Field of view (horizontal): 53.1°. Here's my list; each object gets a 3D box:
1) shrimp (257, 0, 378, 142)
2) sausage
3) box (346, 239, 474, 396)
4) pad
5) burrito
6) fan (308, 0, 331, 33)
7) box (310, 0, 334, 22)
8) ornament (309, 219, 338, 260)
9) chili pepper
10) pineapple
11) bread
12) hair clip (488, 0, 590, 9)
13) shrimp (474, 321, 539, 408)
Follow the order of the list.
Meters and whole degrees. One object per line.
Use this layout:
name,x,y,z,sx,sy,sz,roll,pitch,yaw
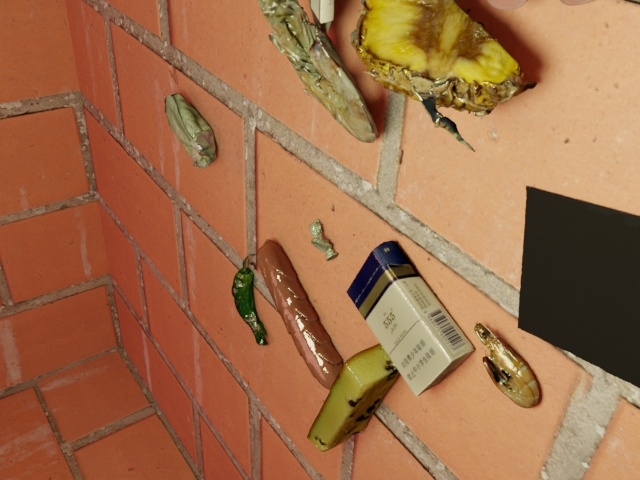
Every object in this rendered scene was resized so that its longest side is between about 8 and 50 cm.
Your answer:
shrimp,-0.001,-0.303,1.085,0.360,0.085,0.247,53,180,-34
sausage,-0.051,0.187,1.579,0.433,0.087,0.088,61,149,16
box,0.162,0.148,1.221,0.259,0.071,0.168,58,147,22
pad,0.412,0.084,0.841,0.367,0.007,0.248,27,129,51
burrito,-0.362,-0.307,1.804,0.229,0.089,0.144,54,160,27
fan,0.017,-0.442,1.041,0.415,0.012,0.233,-119,21,-62
box,-0.014,-0.467,1.060,0.109,0.029,0.198,93,164,-56
ornament,0.002,0.003,1.430,0.092,0.041,0.068,64,174,-10
chili pepper,-0.212,0.169,1.854,0.122,0.065,0.279,7,115,48
pineapple,0.147,-0.246,0.910,0.334,0.158,0.161,46,171,21
bread,0.076,0.352,1.413,0.077,0.138,0.361,51,145,26
hair clip,0.264,-0.318,0.748,0.138,0.102,0.123,46,177,26
shrimp,0.304,0.207,1.067,0.162,0.045,0.095,55,167,17
